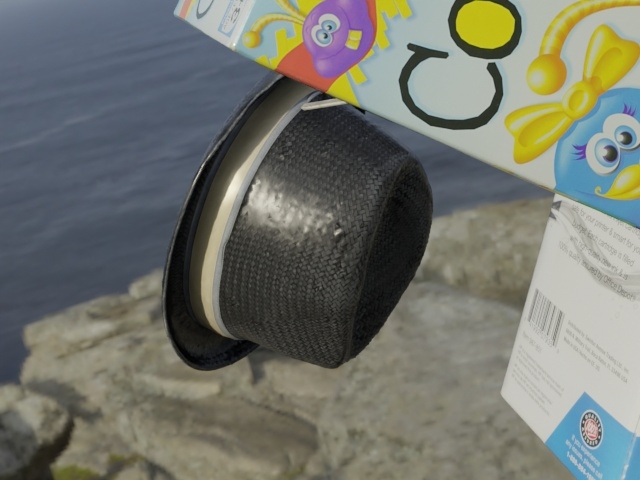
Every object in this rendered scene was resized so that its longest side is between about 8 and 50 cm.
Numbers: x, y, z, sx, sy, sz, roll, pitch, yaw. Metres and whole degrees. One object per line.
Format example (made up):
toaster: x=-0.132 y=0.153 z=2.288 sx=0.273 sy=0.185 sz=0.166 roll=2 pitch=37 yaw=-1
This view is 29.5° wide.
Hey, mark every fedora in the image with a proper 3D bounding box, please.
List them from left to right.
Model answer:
fedora: x=0.000 y=0.000 z=1.110 sx=0.152 sy=0.334 sz=0.334 roll=28 pitch=36 yaw=24

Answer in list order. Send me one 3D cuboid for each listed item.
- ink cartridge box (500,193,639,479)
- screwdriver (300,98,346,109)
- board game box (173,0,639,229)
ink cartridge box: x=0.281 y=0.040 z=1.004 sx=0.129 sy=0.307 sz=0.223 roll=8 pitch=16 yaw=-17
screwdriver: x=0.038 y=-0.082 z=0.705 sx=0.024 sy=0.025 sz=0.170 roll=5 pitch=-8 yaw=-36
board game box: x=0.095 y=-0.104 z=0.547 sx=0.275 sy=0.144 sz=0.142 roll=21 pitch=9 yaw=-20
